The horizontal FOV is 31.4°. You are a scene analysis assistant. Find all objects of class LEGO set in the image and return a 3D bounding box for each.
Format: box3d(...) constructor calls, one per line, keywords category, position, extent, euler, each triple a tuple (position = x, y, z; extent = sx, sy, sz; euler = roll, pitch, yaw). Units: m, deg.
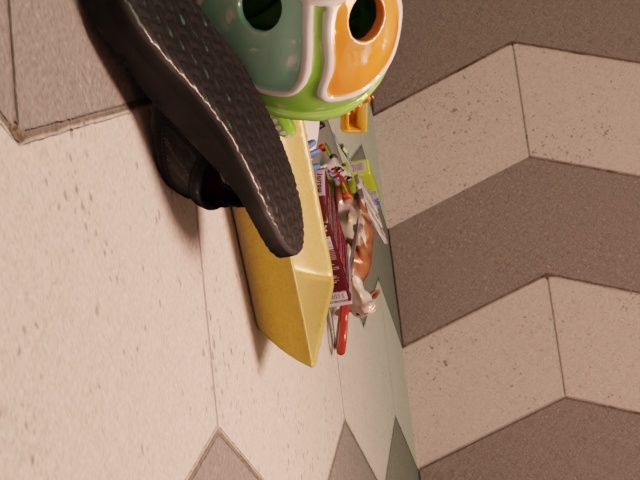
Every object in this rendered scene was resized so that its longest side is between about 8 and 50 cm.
box3d(category="LEGO set", position=(0.042, -0.116, 2.146), extent=(0.244, 0.060, 0.182), euler=(58, 10, -27))

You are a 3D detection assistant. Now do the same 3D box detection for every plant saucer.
box3d(category="plant saucer", position=(-0.059, -0.026, 1.639), extent=(0.333, 0.081, 0.332), euler=(-74, 154, -70))

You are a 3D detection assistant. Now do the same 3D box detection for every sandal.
box3d(category="sandal", position=(-0.140, -0.141, 1.206), extent=(0.445, 0.107, 0.167), euler=(56, 25, -43))

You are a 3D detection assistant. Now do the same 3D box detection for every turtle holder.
box3d(category="turtle holder", position=(-0.040, -0.307, 1.340), extent=(0.227, 0.243, 0.320), euler=(113, -43, -69))

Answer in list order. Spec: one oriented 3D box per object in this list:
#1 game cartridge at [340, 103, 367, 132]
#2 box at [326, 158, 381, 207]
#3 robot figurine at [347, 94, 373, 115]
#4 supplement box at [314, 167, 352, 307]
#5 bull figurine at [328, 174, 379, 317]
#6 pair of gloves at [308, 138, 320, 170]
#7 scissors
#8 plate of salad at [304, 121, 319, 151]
box3d(category="game cartridge", position=(0.059, -0.385, 1.902), extent=(0.285, 0.053, 0.323), euler=(87, 3, -67))
box3d(category="box", position=(0.067, -0.115, 2.465), extent=(0.178, 0.109, 0.042), euler=(63, 19, -66))
box3d(category="robot figurine", position=(-0.033, -0.301, 1.715), extent=(0.291, 0.085, 0.211), euler=(45, -11, 53))
box3d(category="supplement box", position=(0.000, 0.000, 2.029), extent=(0.239, 0.073, 0.130), euler=(74, 10, -48))
box3d(category="bull figurine", position=(0.062, 0.007, 2.319), extent=(0.188, 0.101, 0.310), euler=(82, 3, -50))
box3d(category="pair of gloves", position=(-0.052, -0.159, 1.814), extent=(0.159, 0.023, 0.198), euler=(-43, 130, -51))
box3d(category="scissors", position=(0.051, 0.083, 2.200), extent=(0.109, 0.021, 0.297), euler=(-86, -179, -73))
box3d(category="plate of salad", position=(-0.049, -0.210, 1.904), extent=(0.200, 0.048, 0.199), euler=(2, 90, -68))
